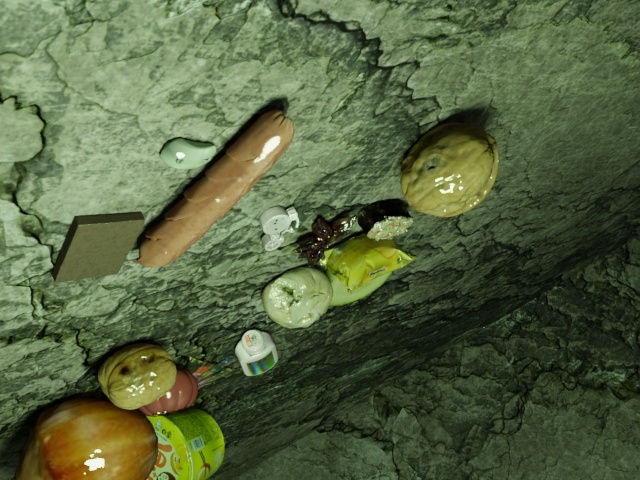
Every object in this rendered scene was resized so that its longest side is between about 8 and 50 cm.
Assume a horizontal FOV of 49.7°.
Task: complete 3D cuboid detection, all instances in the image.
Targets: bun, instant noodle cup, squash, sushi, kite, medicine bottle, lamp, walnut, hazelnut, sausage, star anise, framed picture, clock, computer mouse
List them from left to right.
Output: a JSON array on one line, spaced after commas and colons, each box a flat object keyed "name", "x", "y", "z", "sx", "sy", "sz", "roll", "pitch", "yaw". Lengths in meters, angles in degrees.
[{"name": "hazelnut", "x": -0.595, "y": 0.562, "z": 1.761, "sx": 0.372, "sy": 0.315, "sz": 0.372, "roll": -17, "pitch": 168, "yaw": -4}, {"name": "framed picture", "x": -0.411, "y": 0.013, "z": 1.274, "sx": 0.128, "sy": 0.023, "sz": 0.168, "roll": -7, "pitch": 146, "yaw": -42}, {"name": "walnut", "x": -0.437, "y": 0.325, "z": 1.672, "sx": 0.184, "sy": 0.155, "sz": 0.155, "roll": -24, "pitch": 155, "yaw": -33}, {"name": "lamp", "x": -0.423, "y": 0.402, "z": 1.869, "sx": 0.182, "sy": 0.140, "sz": 0.182, "roll": -14, "pitch": 166, "yaw": -4}, {"name": "instant noodle cup", "x": -0.458, "y": 0.665, "z": 2.152, "sx": 0.311, "sy": 0.311, "sz": 0.221, "roll": -41, "pitch": 162, "yaw": 21}, {"name": "computer mouse", "x": -0.220, "y": -0.144, "z": 1.183, "sx": 0.110, "sy": 0.032, "sz": 0.056, "roll": -1, "pitch": 143, "yaw": -47}, {"name": "kite", "x": -0.361, "y": 0.406, "z": 2.080, "sx": 0.234, "sy": 0.016, "sz": 0.321, "roll": -33, "pitch": 155, "yaw": 8}, {"name": "sausage", "x": -0.199, "y": -0.081, "z": 1.267, "sx": 0.433, "sy": 0.088, "sz": 0.088, "roll": -40, "pitch": 154, "yaw": 23}, {"name": "medicine bottle", "x": -0.191, "y": 0.329, "z": 2.045, "sx": 0.115, "sy": 0.078, "sz": 0.219, "roll": -24, "pitch": 154, "yaw": -11}, {"name": "clock", "x": -0.094, "y": -0.027, "z": 1.533, "sx": 0.087, "sy": 0.041, "sz": 0.129, "roll": -16, "pitch": 147, "yaw": -21}, {"name": "bun", "x": -0.056, "y": 0.157, "z": 1.820, "sx": 0.178, "sy": 0.128, "sz": 0.193, "roll": -37, "pitch": 153, "yaw": 16}, {"name": "star anise", "x": -0.002, "y": -0.003, "z": 1.666, "sx": 0.212, "sy": 0.053, "sz": 0.157, "roll": -40, "pitch": 155, "yaw": 24}, {"name": "squash", "x": 0.106, "y": 0.100, "z": 1.986, "sx": 0.252, "sy": 0.049, "sz": 0.252, "roll": -24, "pitch": 154, "yaw": -13}, {"name": "sushi", "x": 0.164, "y": -0.050, "z": 1.735, "sx": 0.150, "sy": 0.078, "sz": 0.090, "roll": -5, "pitch": 144, "yaw": -43}, {"name": "walnut", "x": 0.287, "y": -0.155, "z": 1.548, "sx": 0.245, "sy": 0.198, "sz": 0.198, "roll": -37, "pitch": 155, "yaw": 20}]

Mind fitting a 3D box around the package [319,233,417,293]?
[{"name": "package", "x": 0.119, "y": 0.042, "z": 1.774, "sx": 0.226, "sy": 0.168, "sz": 0.090, "roll": -24, "pitch": 131, "yaw": -20}]
